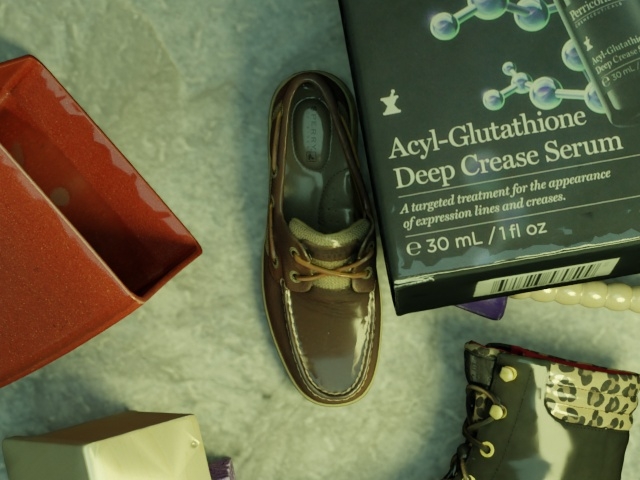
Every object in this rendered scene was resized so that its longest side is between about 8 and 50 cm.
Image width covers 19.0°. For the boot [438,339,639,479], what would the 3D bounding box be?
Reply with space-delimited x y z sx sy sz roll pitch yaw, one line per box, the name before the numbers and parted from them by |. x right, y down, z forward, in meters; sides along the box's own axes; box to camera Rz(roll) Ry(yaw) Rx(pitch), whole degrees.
boot | 0.137 0.241 1.900 0.377 0.138 0.284 10 93 -7

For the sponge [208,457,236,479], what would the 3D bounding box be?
sponge | -0.082 0.331 1.917 0.031 0.117 0.210 -13 93 -2

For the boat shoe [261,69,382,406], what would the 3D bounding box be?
boat shoe | 0.000 0.000 1.900 0.123 0.123 0.342 -2 92 0

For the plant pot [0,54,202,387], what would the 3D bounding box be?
plant pot | -0.311 0.006 1.846 0.236 0.267 0.267 -40 92 14

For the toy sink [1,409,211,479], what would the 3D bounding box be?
toy sink | -0.203 0.255 1.894 0.131 0.234 0.153 -14 92 -29

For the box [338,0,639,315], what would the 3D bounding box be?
box | 0.178 -0.155 1.814 0.293 0.212 0.395 -11 79 1

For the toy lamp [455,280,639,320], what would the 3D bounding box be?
toy lamp | 0.256 0.053 1.929 0.274 0.080 0.080 9 92 -2
